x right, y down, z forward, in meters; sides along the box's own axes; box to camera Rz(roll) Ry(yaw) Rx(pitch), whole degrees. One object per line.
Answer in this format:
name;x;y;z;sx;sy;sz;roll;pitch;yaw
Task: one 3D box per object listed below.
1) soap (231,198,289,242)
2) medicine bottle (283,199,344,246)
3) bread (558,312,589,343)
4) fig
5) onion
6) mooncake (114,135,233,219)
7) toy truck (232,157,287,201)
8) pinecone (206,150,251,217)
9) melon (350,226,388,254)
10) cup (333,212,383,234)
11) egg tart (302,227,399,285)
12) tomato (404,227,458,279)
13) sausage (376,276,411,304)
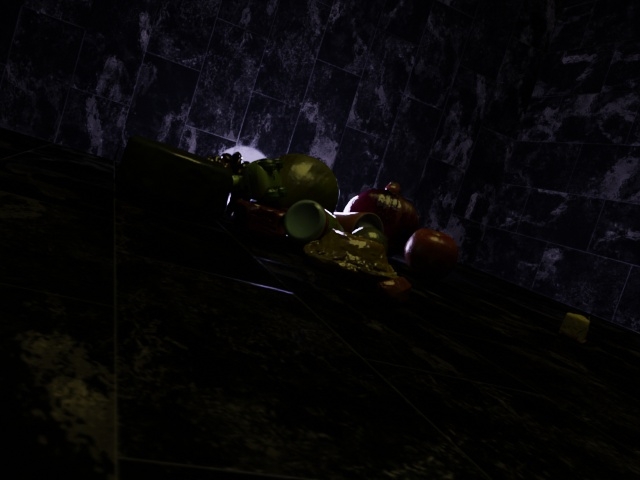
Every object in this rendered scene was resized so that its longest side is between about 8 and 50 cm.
soap;-0.190;-0.063;1.868;0.182;0.112;0.289;13;5;6
medicine bottle;-0.014;-0.033;1.832;0.139;0.139;0.225;20;-6;25
bread;0.805;0.271;1.792;0.080;0.084;0.109;14;5;-22
fig;-0.093;-0.160;2.223;0.343;0.343;0.343;18;5;-1
onion;0.288;-0.120;2.638;0.348;0.385;0.347;16;-35;11
mooncake;-0.456;-0.189;1.841;0.356;0.194;0.356;21;7;-3
toy truck;-0.216;-0.205;2.005;0.210;0.148;0.187;-3;9;31
pinecone;-0.367;-0.210;2.159;0.309;0.244;0.244;1;-2;20
melon;0.157;0.023;1.949;0.139;0.139;0.192;17;0;-11
cup;0.097;-0.024;2.307;0.226;0.182;0.264;-27;26;-36
egg tart;0.091;0.041;1.648;0.295;0.116;0.295;19;3;-1
tomato;0.425;0.057;2.258;0.208;0.184;0.208;15;16;-4
sausage;0.172;0.117;1.366;0.065;0.065;0.169;19;6;18
